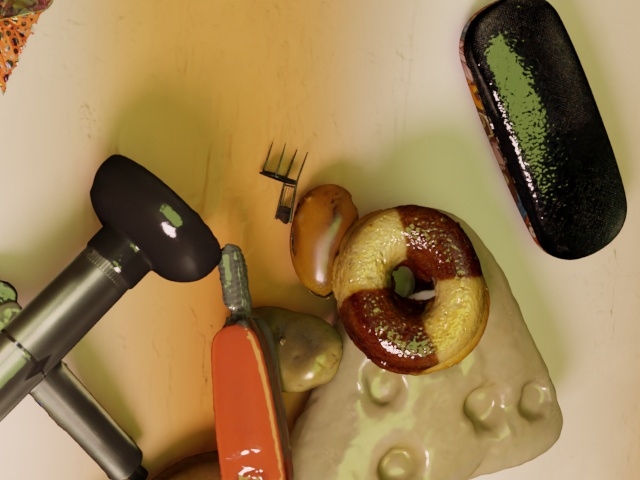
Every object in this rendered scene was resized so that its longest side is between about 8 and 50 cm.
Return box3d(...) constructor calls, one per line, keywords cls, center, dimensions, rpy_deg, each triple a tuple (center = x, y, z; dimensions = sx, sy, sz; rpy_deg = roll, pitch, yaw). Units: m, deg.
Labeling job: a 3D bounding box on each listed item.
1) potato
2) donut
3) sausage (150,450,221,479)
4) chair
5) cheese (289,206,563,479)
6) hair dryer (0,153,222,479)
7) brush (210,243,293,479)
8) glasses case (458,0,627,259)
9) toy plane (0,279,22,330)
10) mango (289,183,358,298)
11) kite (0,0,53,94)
box3d(cls="potato", center=(-0.043, 0.119, 1.232), dimensions=(0.138, 0.070, 0.091), rpy_deg=(14, 65, 12))
box3d(cls="donut", center=(0.095, 0.050, 1.178), dimensions=(0.166, 0.073, 0.184), rpy_deg=(-6, 83, 1))
box3d(cls="sausage", center=(-0.262, 0.396, 1.190), dimensions=(0.501, 0.136, 0.123), rpy_deg=(-39, 93, -9))
box3d(cls="chair", center=(-0.045, -0.063, 1.238), dimensions=(0.042, 0.037, 0.086), rpy_deg=(12, 91, -33))
box3d(cls="cheese", center=(0.079, 0.141, 1.273), dimensions=(0.351, 0.129, 0.328), rpy_deg=(-21, 101, -15))
box3d(cls="hair dryer", center=(-0.233, 0.108, 1.170), dimensions=(0.320, 0.156, 0.284), rpy_deg=(-52, 155, -11))
box3d(cls="brush", center=(-0.078, 0.164, 1.172), dimensions=(0.070, 0.051, 0.323), rpy_deg=(-9, 89, 11))
box3d(cls="glasses case", center=(0.261, -0.128, 1.309), dimensions=(0.122, 0.082, 0.321), rpy_deg=(-29, 106, -14))
box3d(cls="toy plane", center=(-0.466, 0.090, 1.082), dimensions=(0.316, 0.103, 0.204), rpy_deg=(22, 81, -20))
box3d(cls="mango", center=(0.000, 0.000, 1.242), dimensions=(0.063, 0.077, 0.127), rpy_deg=(6, 91, -36))
box3d(cls="kite", center=(-0.316, -0.271, 1.124), dimensions=(0.125, 0.008, 0.222), rpy_deg=(30, 89, -19))
